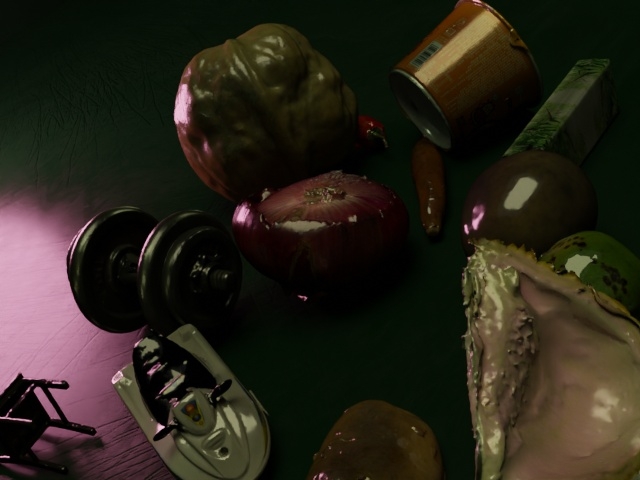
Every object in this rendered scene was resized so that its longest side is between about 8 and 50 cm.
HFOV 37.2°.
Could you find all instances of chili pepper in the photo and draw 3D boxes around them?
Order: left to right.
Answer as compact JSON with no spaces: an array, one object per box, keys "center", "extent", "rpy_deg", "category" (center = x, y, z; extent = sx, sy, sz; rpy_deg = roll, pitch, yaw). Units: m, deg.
[{"center":[0.074,-0.194,1.665],"extent":[0.059,0.050,0.191],"rpy_deg":[-45,27,-6],"category":"chili pepper"}]

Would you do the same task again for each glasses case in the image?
[{"center":[0.358,-0.162,1.405],"extent":[0.062,0.095,0.272],"rpy_deg":[7,41,40],"category":"glasses case"}]

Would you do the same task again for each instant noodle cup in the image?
[{"center":[0.226,-0.256,1.536],"extent":[0.172,0.216,0.216],"rpy_deg":[-37,34,-8],"category":"instant noodle cup"}]

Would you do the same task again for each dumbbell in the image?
[{"center":[-0.232,0.049,1.349],"extent":[0.290,0.192,0.192],"rpy_deg":[5,40,37],"category":"dumbbell"}]

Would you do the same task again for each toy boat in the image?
[{"center":[-0.159,0.193,1.143],"extent":[0.141,0.141,0.269],"rpy_deg":[-31,29,-15],"category":"toy boat"}]

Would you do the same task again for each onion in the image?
[{"center":[0.000,-0.011,1.331],"extent":[0.248,0.161,0.248],"rpy_deg":[-1,38,1],"category":"onion"}]

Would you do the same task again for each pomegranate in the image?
[{"center":[0.298,0.066,1.063],"extent":[0.143,0.122,0.169],"rpy_deg":[-43,38,19],"category":"pomegranate"}]

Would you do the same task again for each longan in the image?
[{"center":[0.259,-0.028,1.194],"extent":[0.167,0.167,0.187],"rpy_deg":[8,49,39],"category":"longan"}]

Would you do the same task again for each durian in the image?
[{"center":[0.247,0.156,0.938],"extent":[0.195,0.185,0.305],"rpy_deg":[-4,57,15],"category":"durian"}]

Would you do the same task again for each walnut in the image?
[{"center":[-0.093,-0.210,1.579],"extent":[0.282,0.277,0.253],"rpy_deg":[-37,13,-29],"category":"walnut"}]

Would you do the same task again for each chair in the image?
[{"center":[-0.413,0.238,1.256],"extent":[0.212,0.101,0.084],"rpy_deg":[0,38,30],"category":"chair"}]

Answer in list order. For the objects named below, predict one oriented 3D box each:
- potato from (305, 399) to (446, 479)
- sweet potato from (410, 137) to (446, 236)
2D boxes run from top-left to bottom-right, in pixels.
[{"center":[0.042,0.242,0.999],"extent":[0.164,0.081,0.200],"rpy_deg":[-6,32,26],"category":"potato"},{"center":[0.166,-0.093,1.451],"extent":[0.057,0.057,0.264],"rpy_deg":[-14,31,12],"category":"sweet potato"}]
